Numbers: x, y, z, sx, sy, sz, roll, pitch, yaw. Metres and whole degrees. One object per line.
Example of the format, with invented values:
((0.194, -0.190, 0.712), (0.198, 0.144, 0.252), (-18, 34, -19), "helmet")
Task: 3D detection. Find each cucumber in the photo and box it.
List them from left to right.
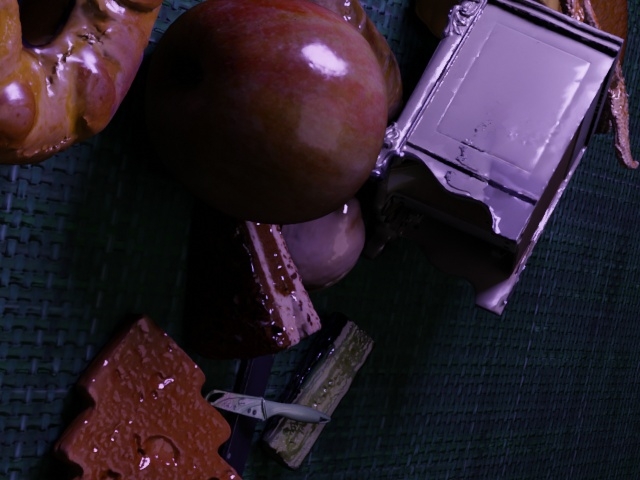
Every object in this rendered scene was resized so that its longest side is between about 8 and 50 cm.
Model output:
((-0.013, 0.199, 1.877), (0.078, 0.062, 0.211), (44, 72, -30), "cucumber")

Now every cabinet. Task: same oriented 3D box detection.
((0.214, -0.117, 1.858), (0.318, 0.227, 0.290), (-60, 168, -19), "cabinet")

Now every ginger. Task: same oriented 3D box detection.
((0.030, -0.238, 1.749), (0.116, 0.109, 0.263), (-56, 138, -22), "ginger")

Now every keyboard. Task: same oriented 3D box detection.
((-0.099, 0.225, 1.799), (0.060, 0.018, 0.195), (23, 82, -59), "keyboard")

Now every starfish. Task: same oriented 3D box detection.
((0.392, -0.253, 2.008), (0.299, 0.060, 0.302), (-106, 176, -49), "starfish")

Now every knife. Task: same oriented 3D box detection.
((-0.067, 0.217, 1.791), (0.207, 0.014, 0.030), (17, 87, -37), "knife")

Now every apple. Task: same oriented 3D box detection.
((-0.063, -0.148, 1.536), (0.234, 0.257, 0.256), (21, 84, -48), "apple")

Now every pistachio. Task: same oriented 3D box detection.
((0.000, 0.000, 1.792), (0.149, 0.113, 0.113), (-53, 137, -19), "pistachio")

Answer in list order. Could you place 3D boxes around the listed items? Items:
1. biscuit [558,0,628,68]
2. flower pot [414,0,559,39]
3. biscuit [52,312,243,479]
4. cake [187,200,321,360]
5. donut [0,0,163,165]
((0.417, -0.329, 2.290), (0.305, 0.038, 0.305), (-18, 114, -47), "biscuit")
((0.239, -0.379, 1.935), (0.195, 0.195, 0.179), (39, 55, -50), "flower pot")
((-0.199, 0.236, 1.598), (0.284, 0.043, 0.306), (1, 83, -40), "biscuit")
((-0.113, 0.028, 1.701), (0.112, 0.135, 0.246), (-17, 85, -62), "cake")
((-0.279, -0.229, 1.314), (0.317, 0.150, 0.299), (-37, 128, -42), "donut")
